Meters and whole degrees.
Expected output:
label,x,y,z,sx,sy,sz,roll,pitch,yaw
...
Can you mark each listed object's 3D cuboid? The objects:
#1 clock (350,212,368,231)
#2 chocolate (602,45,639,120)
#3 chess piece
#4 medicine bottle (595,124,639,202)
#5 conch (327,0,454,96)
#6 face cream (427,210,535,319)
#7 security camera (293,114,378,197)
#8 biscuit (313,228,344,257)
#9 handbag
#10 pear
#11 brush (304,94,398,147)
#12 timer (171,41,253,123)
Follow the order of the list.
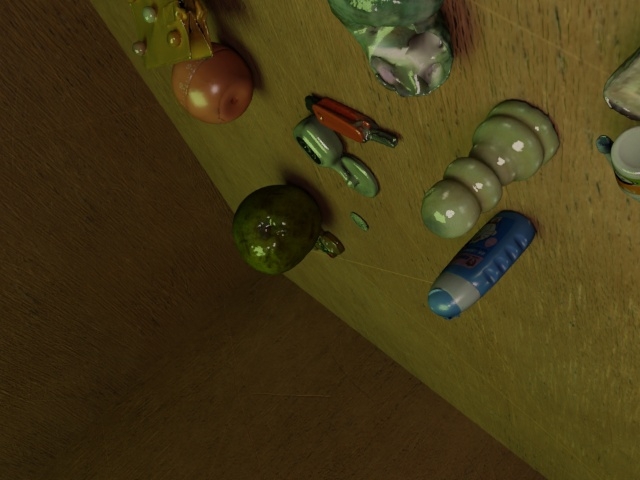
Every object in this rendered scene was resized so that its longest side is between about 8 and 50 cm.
label,x,y,z,sx,sy,sz,roll,pitch,yaw
clock,0.130,-0.064,1.751,0.083,0.010,0.074,45,165,10
chocolate,0.414,-0.200,0.461,0.185,0.100,0.303,31,166,10
chess piece,0.260,-0.105,0.845,0.133,0.243,0.133,43,166,13
medicine bottle,0.407,-0.096,0.671,0.220,0.061,0.092,15,-148,-56
conch,0.113,-0.355,0.776,0.220,0.195,0.277,31,138,16
face cream,0.318,0.054,1.051,0.083,0.264,0.149,49,165,-10
security camera,0.043,-0.223,1.465,0.301,0.080,0.157,47,165,-11
biscuit,0.000,0.000,2.205,0.197,0.049,0.301,52,163,-28
handbag,-0.401,-0.641,1.267,0.283,0.133,0.401,14,121,46
pear,-0.168,-0.048,1.950,0.352,0.352,0.413,47,-176,-1
brush,0.065,-0.290,1.269,0.323,0.051,0.070,34,158,39
timer,-0.319,-0.465,1.526,0.215,0.229,0.230,42,164,21
